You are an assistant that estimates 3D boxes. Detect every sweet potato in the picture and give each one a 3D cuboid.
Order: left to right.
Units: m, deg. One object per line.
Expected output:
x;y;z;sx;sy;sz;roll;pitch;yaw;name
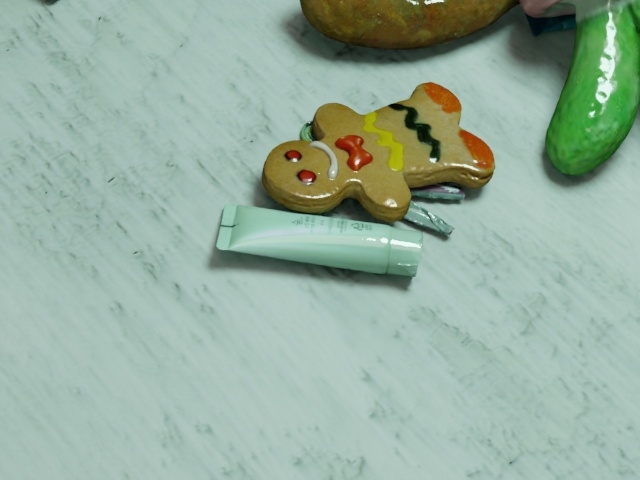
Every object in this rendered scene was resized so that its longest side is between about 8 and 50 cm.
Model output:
0.112;-0.256;1.826;0.291;0.097;0.097;-3;59;-19;sweet potato

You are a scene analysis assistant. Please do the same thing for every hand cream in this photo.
0.000;0.000;1.669;0.204;0.050;0.078;9;38;-1;hand cream

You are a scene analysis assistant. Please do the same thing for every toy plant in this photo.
0.347;-0.275;1.789;0.317;0.210;0.356;-18;83;-21;toy plant

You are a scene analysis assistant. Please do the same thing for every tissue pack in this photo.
0.296;-0.279;1.904;0.138;0.028;0.085;-10;61;-12;tissue pack

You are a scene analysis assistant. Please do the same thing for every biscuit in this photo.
0.056;-0.091;1.720;0.250;0.036;0.165;-15;53;-23;biscuit

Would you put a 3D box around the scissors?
0.057;-0.058;1.730;0.187;0.020;0.134;19;53;3;scissors
